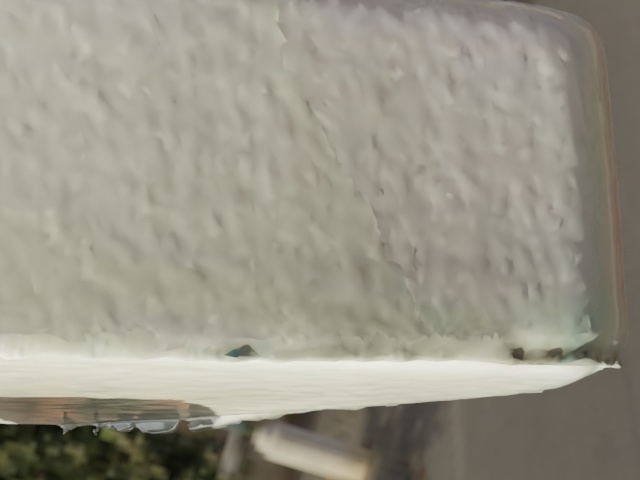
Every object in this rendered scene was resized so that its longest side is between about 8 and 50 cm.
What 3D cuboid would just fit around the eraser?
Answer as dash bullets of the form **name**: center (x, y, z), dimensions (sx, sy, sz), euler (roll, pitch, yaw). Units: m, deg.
- **eraser**: center (-0.033, -0.009, 0.754), dimensions (0.331, 0.331, 0.150), euler (157, 114, -63)
